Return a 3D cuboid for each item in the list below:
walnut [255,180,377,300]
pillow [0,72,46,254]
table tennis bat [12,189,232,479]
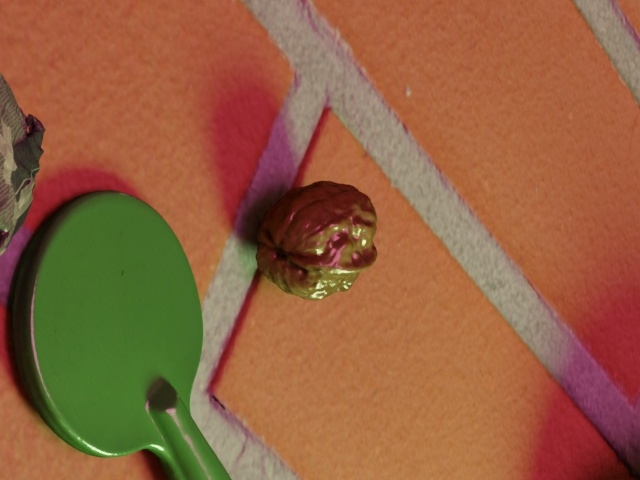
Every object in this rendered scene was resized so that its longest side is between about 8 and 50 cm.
[{"bbox_3d":[0.000,0.000,1.376,0.096,0.082,0.079,-15,132,-54],"label":"walnut"},{"bbox_3d":[-0.255,-0.007,1.008,0.335,0.092,0.162,-48,123,-40],"label":"pillow"},{"bbox_3d":[-0.113,0.088,1.262,0.160,0.039,0.257,-51,125,-40],"label":"table tennis bat"}]
